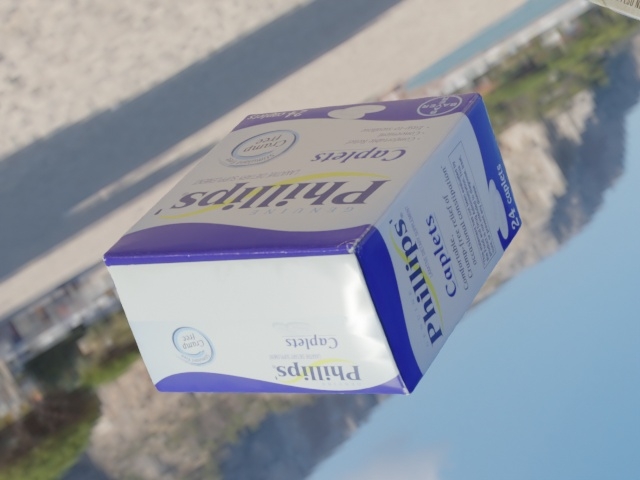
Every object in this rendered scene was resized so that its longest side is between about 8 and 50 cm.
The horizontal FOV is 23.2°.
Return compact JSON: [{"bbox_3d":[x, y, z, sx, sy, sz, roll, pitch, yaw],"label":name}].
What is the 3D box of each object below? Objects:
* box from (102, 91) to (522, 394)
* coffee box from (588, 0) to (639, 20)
[{"bbox_3d":[0.000,0.000,0.674,0.126,0.072,0.137,-3,-150,31],"label":"box"},{"bbox_3d":[0.203,-0.250,0.863,0.098,0.141,0.246,-16,126,-61],"label":"coffee box"}]
